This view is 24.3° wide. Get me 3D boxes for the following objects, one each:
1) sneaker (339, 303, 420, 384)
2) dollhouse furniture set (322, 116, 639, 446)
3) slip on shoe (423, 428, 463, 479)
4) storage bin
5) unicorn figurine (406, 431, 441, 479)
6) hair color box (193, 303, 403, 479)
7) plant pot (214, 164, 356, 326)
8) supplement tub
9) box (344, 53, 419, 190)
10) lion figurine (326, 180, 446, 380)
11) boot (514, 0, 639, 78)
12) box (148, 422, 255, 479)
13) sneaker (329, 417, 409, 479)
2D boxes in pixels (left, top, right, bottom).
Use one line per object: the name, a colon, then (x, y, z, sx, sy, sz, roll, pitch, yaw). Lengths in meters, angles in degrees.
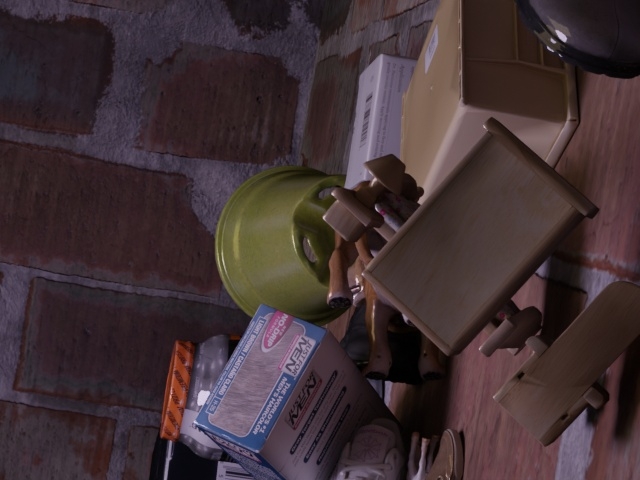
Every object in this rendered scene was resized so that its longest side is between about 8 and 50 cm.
sneaker: (0.083, 0.122, 2.058, 0.286, 0.109, 0.130, -150, 76, -80)
dollhouse furniture set: (0.189, 0.018, 1.382, 0.174, 0.303, 0.355, -49, -15, 10)
slip on shoe: (0.135, 0.281, 1.698, 0.051, 0.041, 0.135, 125, 153, -73)
storage bin: (0.177, -0.157, 1.630, 0.262, 0.123, 0.260, 109, 168, -54)
unicorn figurine: (0.120, 0.289, 1.768, 0.162, 0.060, 0.111, 15, -93, -78)
hair color box: (-0.018, 0.235, 1.891, 0.174, 0.105, 0.347, -60, -29, -16)
plant pot: (0.000, 0.000, 2.349, 0.254, 0.276, 0.276, 164, 115, -68)
supplement tub: (-0.076, 0.249, 2.256, 0.193, 0.316, 0.193, -171, 90, -82)
box: (0.114, -0.153, 2.080, 0.182, 0.119, 0.181, 153, 126, -81)
lion figurine: (0.083, 0.023, 1.815, 0.392, 0.142, 0.240, 81, -172, -62)
boot: (0.257, -0.321, 1.299, 0.222, 0.118, 0.338, 115, 159, -46)
box: (-0.171, 0.541, 2.669, 0.472, 0.297, 0.480, 116, 161, -60)
sneaker: (0.036, 0.312, 1.804, 0.305, 0.114, 0.152, -43, -42, -69)
